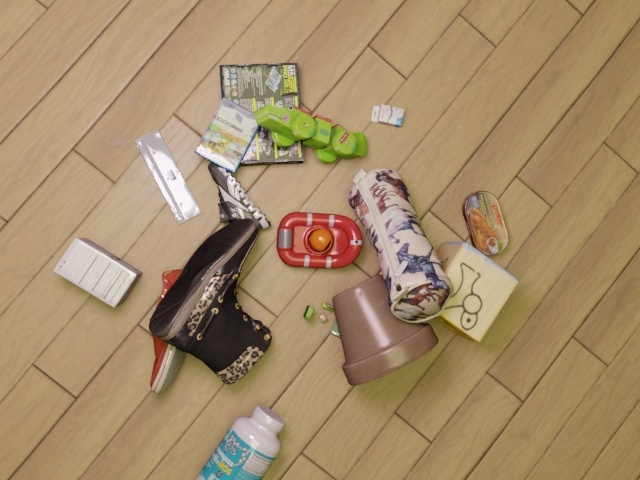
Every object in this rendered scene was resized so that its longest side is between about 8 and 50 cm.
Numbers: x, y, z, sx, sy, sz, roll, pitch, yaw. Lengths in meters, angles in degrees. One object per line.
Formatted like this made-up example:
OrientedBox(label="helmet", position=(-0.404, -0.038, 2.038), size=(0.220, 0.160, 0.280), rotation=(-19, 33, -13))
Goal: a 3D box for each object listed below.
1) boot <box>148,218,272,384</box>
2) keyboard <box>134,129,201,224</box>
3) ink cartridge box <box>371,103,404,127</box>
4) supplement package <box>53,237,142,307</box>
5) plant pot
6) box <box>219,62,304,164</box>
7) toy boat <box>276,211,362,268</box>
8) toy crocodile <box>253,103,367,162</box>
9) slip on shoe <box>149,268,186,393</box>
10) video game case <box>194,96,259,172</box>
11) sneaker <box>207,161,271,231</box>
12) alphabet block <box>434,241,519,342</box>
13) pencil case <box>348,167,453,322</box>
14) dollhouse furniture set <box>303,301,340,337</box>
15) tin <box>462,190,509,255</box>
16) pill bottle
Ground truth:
OrientedBox(label="boot", position=(-0.230, 0.160, 1.603), size=(0.284, 0.138, 0.378), rotation=(51, 59, -32))
OrientedBox(label="keyboard", position=(-0.412, -0.171, 1.679), size=(0.072, 0.014, 0.256), rotation=(-28, 93, -12))
OrientedBox(label="ink cartridge box", position=(0.188, -0.352, 1.746), size=(0.083, 0.028, 0.048), rotation=(11, 88, -6))
OrientedBox(label="supplement package", position=(-0.571, 0.081, 1.607), size=(0.179, 0.105, 0.105), rotation=(33, 85, -6))
OrientedBox(label="plant pot", position=(0.144, 0.221, 1.632), size=(0.262, 0.263, 0.229), rotation=(-26, 84, -7))
OrientedBox(label="box", position=(-0.159, -0.341, 1.688), size=(0.216, 0.060, 0.270), rotation=(-4, 90, -8))
OrientedBox(label="toy boat", position=(0.000, 0.000, 1.657), size=(0.230, 0.151, 0.151), rotation=(3, 89, -7))
OrientedBox(label="toy crocodile", position=(-0.016, -0.285, 1.627), size=(0.340, 0.115, 0.105), rotation=(16, 74, -30))
OrientedBox(label="slip on shoe", position=(-0.398, 0.233, 1.629), size=(0.101, 0.123, 0.332), rotation=(10, 84, 6))
OrientedBox(label="video game case", position=(-0.241, -0.277, 1.633), size=(0.119, 0.015, 0.166), rotation=(28, 82, -6))
OrientedBox(label="sneaker", position=(-0.241, -0.102, 1.665), size=(0.106, 0.078, 0.234), rotation=(-39, 96, -8))
OrientedBox(label="alphabet block", position=(0.381, 0.135, 1.683), size=(0.192, 0.193, 0.197), rotation=(36, 85, -4))
OrientedBox(label="pencil case", position=(0.195, -0.001, 1.590), size=(0.159, 0.183, 0.411), rotation=(-31, 53, 17))
OrientedBox(label="dollhouse furniture set", position=(0.030, 0.219, 1.705), size=(0.151, 0.058, 0.076), rotation=(24, 87, -6))
OrientedBox(label="tin", position=(0.472, -0.049, 1.776), size=(0.106, 0.040, 0.190), rotation=(-16, 91, -3))
OrientedBox(label="pill bottle", position=(-0.202, 0.567, 1.628), size=(0.146, 0.146, 0.264), rotation=(34, 85, -6))
